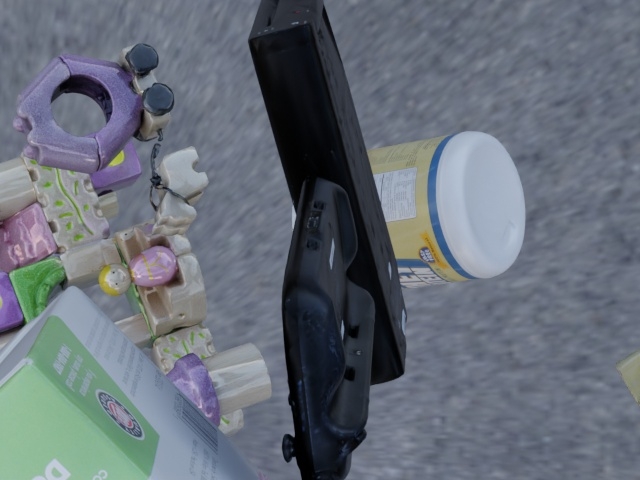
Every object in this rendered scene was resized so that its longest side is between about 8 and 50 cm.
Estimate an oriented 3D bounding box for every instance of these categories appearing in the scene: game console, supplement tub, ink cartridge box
[{"bbox_3d":[0.000,0.000,1.034,0.044,0.361,0.213,-13,108,7],"label":"game console"},{"bbox_3d":[0.087,-0.024,1.950,0.144,0.199,0.144,17,68,-52],"label":"supplement tub"},{"bbox_3d":[-0.037,0.196,0.896,0.119,0.207,0.353,-44,97,4],"label":"ink cartridge box"}]

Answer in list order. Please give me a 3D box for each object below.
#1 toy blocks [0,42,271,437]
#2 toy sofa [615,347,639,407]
[{"bbox_3d":[-0.217,0.062,1.411,0.260,0.309,0.289,-19,79,-19],"label":"toy blocks"},{"bbox_3d":[0.282,0.127,1.056,0.150,0.362,0.177,-32,94,4],"label":"toy sofa"}]
